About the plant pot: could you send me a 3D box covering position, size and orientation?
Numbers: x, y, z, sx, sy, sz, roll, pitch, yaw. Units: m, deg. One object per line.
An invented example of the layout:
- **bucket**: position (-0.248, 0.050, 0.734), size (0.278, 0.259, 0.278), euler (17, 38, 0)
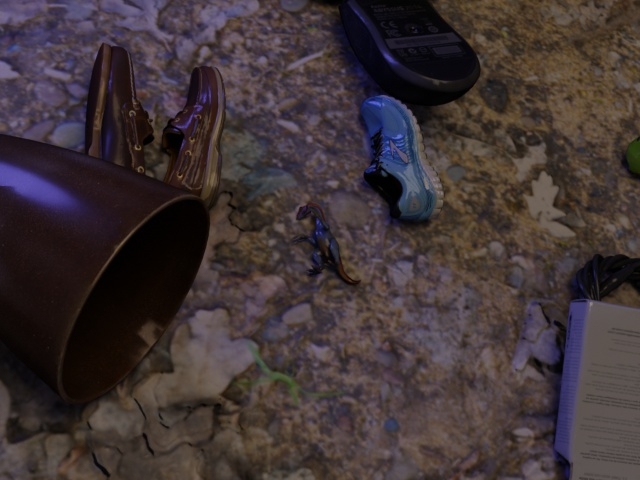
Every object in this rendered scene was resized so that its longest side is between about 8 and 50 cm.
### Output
- **plant pot**: position (-0.257, -0.002, 1.079), size (0.230, 0.215, 0.215), euler (31, 54, 14)

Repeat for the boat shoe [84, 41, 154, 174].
- **boat shoe**: position (-0.209, -0.108, 1.228), size (0.073, 0.073, 0.207), euler (9, 66, -19)

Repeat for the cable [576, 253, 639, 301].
- **cable**: position (0.377, 0.085, 1.365), size (0.184, 0.047, 0.150), euler (7, 54, -15)

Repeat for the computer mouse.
- **computer mouse**: position (0.101, -0.241, 1.422), size (0.188, 0.072, 0.272), euler (-5, 46, -21)

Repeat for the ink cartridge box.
- **ink cartridge box**: position (0.362, 0.189, 1.273), size (0.223, 0.045, 0.224), euler (11, 82, -16)

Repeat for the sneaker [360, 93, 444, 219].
- **sneaker**: position (0.079, -0.095, 1.337), size (0.073, 0.063, 0.162), euler (-13, 67, -24)

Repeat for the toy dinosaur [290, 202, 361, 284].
- **toy dinosaur**: position (0.000, 0.000, 1.277), size (0.090, 0.047, 0.082), euler (40, 37, -37)

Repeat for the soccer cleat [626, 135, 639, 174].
- **soccer cleat**: position (0.470, -0.087, 1.479), size (0.179, 0.072, 0.060), euler (21, 56, -9)

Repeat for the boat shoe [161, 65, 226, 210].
- **boat shoe**: position (-0.137, -0.115, 1.261), size (0.060, 0.064, 0.178), euler (11, 60, -18)
